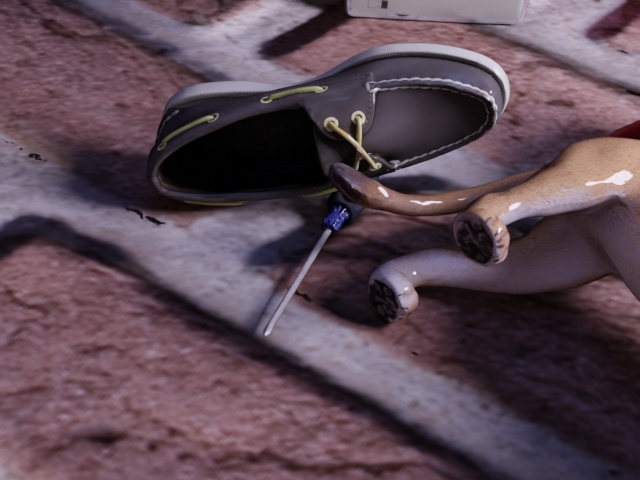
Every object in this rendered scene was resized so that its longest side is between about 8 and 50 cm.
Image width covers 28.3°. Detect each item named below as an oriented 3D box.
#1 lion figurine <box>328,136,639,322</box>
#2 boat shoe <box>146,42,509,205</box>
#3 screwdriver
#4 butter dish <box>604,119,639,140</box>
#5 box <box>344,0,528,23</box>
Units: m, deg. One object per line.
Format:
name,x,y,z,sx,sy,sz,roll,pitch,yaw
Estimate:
lion figurine,0.212,0.016,0.691,0.240,0.142,0.392,-28,50,-32
boat shoe,0.003,-0.064,0.782,0.228,0.081,0.068,-8,36,17
screwdriver,0.000,0.000,0.775,0.024,0.025,0.170,18,38,14
butter dish,0.284,-0.082,0.815,0.160,0.118,0.160,26,22,22
box,0.094,-0.295,1.063,0.149,0.126,0.232,2,40,-3
